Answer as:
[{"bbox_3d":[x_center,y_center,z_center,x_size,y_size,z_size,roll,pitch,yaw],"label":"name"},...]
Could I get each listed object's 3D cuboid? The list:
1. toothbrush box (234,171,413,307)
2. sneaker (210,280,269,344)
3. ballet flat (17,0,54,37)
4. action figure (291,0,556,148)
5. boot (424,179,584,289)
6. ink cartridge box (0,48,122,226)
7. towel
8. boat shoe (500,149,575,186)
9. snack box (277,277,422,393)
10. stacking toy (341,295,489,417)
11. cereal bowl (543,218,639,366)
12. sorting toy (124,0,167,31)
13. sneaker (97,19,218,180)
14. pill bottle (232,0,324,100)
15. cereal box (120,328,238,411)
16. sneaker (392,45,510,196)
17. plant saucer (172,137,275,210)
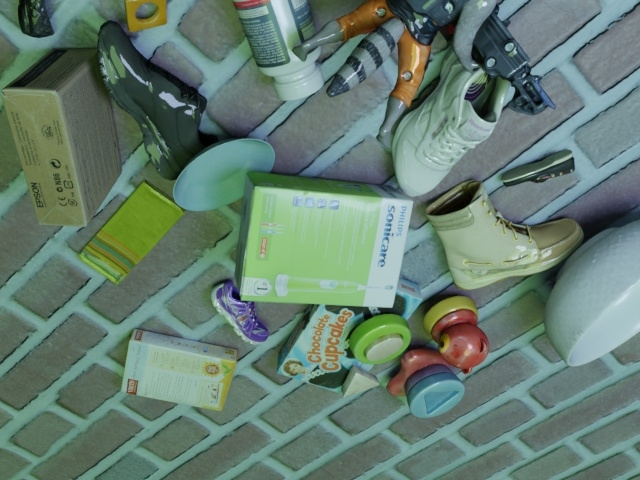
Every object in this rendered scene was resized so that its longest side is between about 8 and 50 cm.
[{"bbox_3d":[0.000,0.000,1.131,0.283,0.122,0.206,4,107,-14],"label":"toothbrush box"},{"bbox_3d":[-0.159,0.153,1.328,0.071,0.068,0.170,-32,118,13],"label":"sneaker"},{"bbox_3d":[-0.437,-0.398,0.967,0.049,0.057,0.173,-16,137,-40],"label":"ballet flat"},{"bbox_3d":[0.170,-0.281,0.866,0.330,0.178,0.341,-44,79,14],"label":"action figure"},{"bbox_3d":[0.346,-0.030,1.188,0.262,0.095,0.203,-20,121,16],"label":"boot"},{"bbox_3d":[-0.409,-0.170,1.026,0.088,0.193,0.234,2,124,1],"label":"ink cartridge box"},{"bbox_3d":[-0.374,-0.011,1.240,0.102,0.021,0.237,37,117,-23],"label":"towel"},{"bbox_3d":[0.397,-0.122,1.147,0.133,0.049,0.042,-20,114,8],"label":"boat shoe"},{"bbox_3d":[0.054,0.192,1.356,0.187,0.060,0.322,21,122,-15],"label":"snack box"},{"bbox_3d":[0.201,0.277,1.325,0.280,0.130,0.309,-5,131,-17],"label":"stacking toy"},{"bbox_3d":[0.555,0.080,1.192,0.339,0.141,0.339,-25,145,-19],"label":"cereal bowl"},{"bbox_3d":[-0.250,-0.442,0.868,0.196,0.047,0.347,-16,153,-33],"label":"sorting toy"},{"bbox_3d":[-0.264,-0.239,1.046,0.130,0.109,0.286,-20,132,6],"label":"sneaker"},{"bbox_3d":[-0.059,-0.316,0.978,0.108,0.108,0.180,-14,123,9],"label":"pill bottle"},{"bbox_3d":[-0.323,0.298,1.436,0.240,0.047,0.173,15,123,-9],"label":"cereal box"},{"bbox_3d":[0.210,-0.188,1.040,0.114,0.152,0.305,14,124,-16],"label":"sneaker"},{"bbox_3d":[-0.174,-0.125,1.109,0.195,0.037,0.195,-25,158,-11],"label":"plant saucer"}]
